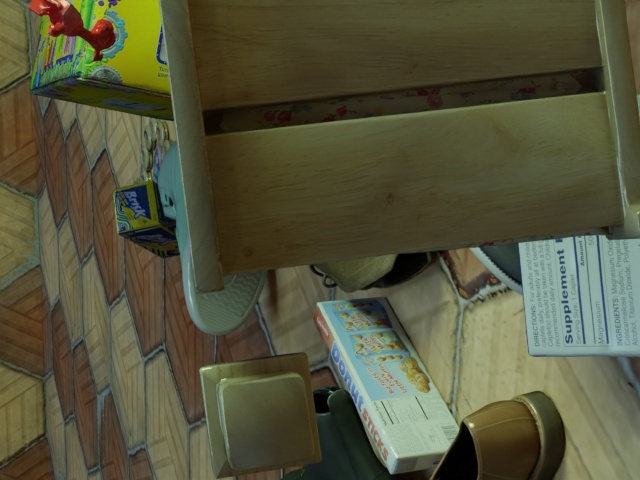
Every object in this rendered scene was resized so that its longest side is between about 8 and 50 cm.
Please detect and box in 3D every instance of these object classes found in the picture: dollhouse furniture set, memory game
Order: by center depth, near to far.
[{"bbox_3d":[0.076,-0.093,0.582,0.174,0.303,0.355,173,91,-82],"label":"dollhouse furniture set"},{"bbox_3d":[-0.228,-0.083,1.725,0.186,0.012,0.186,175,90,-69],"label":"memory game"}]

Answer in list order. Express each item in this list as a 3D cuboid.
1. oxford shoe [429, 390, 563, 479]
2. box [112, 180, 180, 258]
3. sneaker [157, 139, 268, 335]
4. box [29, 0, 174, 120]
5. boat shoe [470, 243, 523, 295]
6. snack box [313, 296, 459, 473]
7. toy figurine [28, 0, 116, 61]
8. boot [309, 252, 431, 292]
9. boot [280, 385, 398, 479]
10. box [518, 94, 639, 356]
[{"bbox_3d":[0.102,0.193,0.862,0.076,0.076,0.212,-124,36,-49],"label":"oxford shoe"},{"bbox_3d":[-0.199,-0.023,1.504,0.169,0.054,0.059,42,-143,-74],"label":"box"},{"bbox_3d":[-0.126,-0.011,1.369,0.151,0.094,0.255,151,122,-61],"label":"sneaker"},{"bbox_3d":[-0.158,-0.270,1.204,0.290,0.177,0.279,-168,88,-68],"label":"box"},{"bbox_3d":[0.106,-0.130,0.732,0.095,0.112,0.335,115,147,-60],"label":"boat shoe"},{"bbox_3d":[0.054,0.111,0.982,0.178,0.064,0.022,-118,32,-45],"label":"snack box"},{"bbox_3d":[-0.026,-0.250,0.953,0.217,0.362,0.191,34,169,17],"label":"toy figurine"},{"bbox_3d":[0.000,0.000,1.054,0.305,0.112,0.115,-27,81,65],"label":"boot"},{"bbox_3d":[0.002,0.183,1.065,0.198,0.077,0.137,-10,109,56],"label":"boot"},{"bbox_3d":[0.169,-0.007,0.607,0.137,0.072,0.126,-6,88,52],"label":"box"}]
